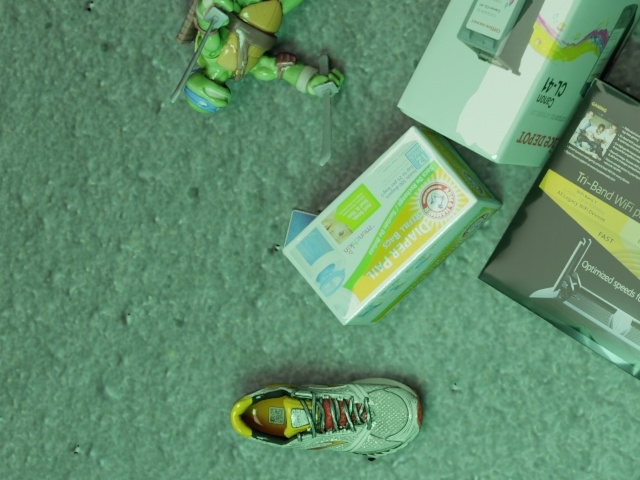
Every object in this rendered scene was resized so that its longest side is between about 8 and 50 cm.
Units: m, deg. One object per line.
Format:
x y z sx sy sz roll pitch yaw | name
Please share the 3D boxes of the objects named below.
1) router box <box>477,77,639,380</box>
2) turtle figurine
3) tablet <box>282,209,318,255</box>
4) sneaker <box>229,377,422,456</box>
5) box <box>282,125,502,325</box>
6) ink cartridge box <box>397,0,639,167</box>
0.353 0.014 1.910 0.309 0.081 0.243 33 102 15 | router box
-0.038 -0.238 2.037 0.198 0.274 0.266 25 95 -13 | turtle figurine
0.000 0.000 2.113 0.083 0.006 0.054 15 94 22 | tablet
0.004 0.199 2.060 0.225 0.093 0.088 -6 87 22 | sneaker
0.079 -0.014 2.023 0.203 0.103 0.114 -44 74 14 | box
0.231 -0.234 1.902 0.131 0.226 0.306 30 102 21 | ink cartridge box
